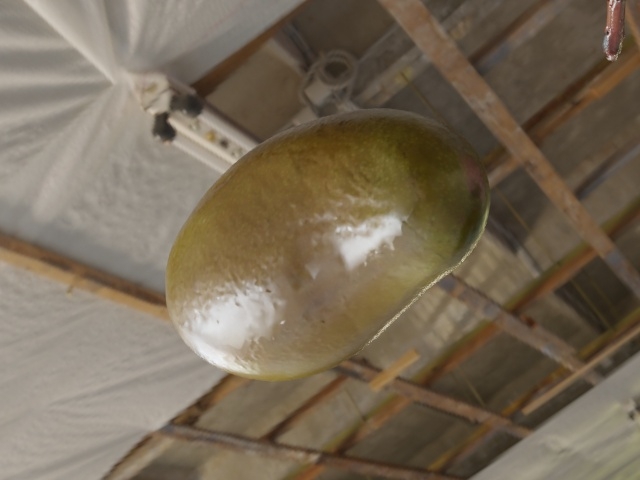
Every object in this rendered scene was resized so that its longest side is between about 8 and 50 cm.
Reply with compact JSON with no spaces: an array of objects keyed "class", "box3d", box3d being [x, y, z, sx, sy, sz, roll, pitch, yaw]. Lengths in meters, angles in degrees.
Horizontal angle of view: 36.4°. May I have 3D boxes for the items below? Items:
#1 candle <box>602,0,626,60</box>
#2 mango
[{"class":"candle","box3d":[0.317,-0.240,1.043,0.026,0.021,0.167,-32,-23,1]},{"class":"mango","box3d":[0.000,0.000,0.528,0.099,0.136,0.227,14,-28,-37]}]
